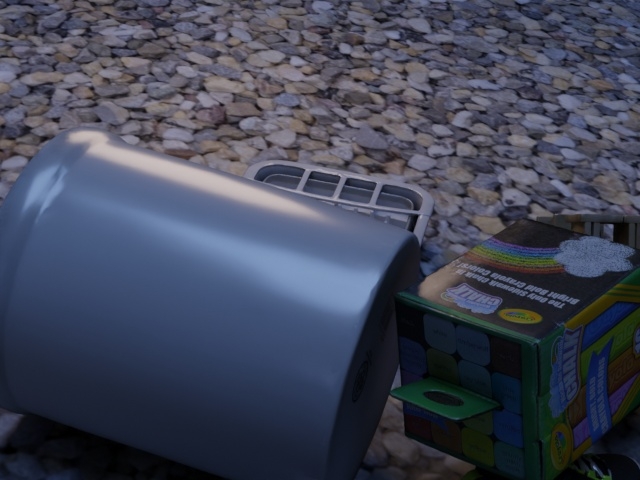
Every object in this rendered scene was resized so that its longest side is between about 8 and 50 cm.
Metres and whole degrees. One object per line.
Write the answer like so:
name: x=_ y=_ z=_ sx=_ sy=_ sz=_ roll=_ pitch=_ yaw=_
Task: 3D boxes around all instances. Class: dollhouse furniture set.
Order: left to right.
dollhouse furniture set: x=0.396 y=0.029 z=1.786 sx=0.129 sy=0.129 sz=0.184 roll=2 pitch=-1 yaw=-9

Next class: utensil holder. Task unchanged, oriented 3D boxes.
utensil holder: x=-0.122 y=0.085 z=1.346 sx=0.386 sy=0.327 sz=0.327 roll=18 pitch=31 yaw=14

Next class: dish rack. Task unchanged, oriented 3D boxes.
dish rack: x=0.000 y=0.000 z=1.773 sx=0.286 sy=0.072 sz=0.333 roll=12 pitch=29 yaw=8

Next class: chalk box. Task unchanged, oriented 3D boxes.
chalk box: x=0.196 y=0.124 z=1.299 sx=0.180 sy=0.179 sz=0.289 roll=19 pitch=36 yaw=41

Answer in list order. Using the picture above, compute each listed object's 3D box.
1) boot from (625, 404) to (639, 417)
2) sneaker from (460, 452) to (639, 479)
boot: x=0.389 y=0.138 z=1.541 sx=0.091 sy=0.263 sz=0.229 roll=42 pitch=70 yaw=8
sneaker: x=0.254 y=0.254 z=1.336 sx=0.235 sy=0.097 sz=0.084 roll=-8 pitch=32 yaw=-25
